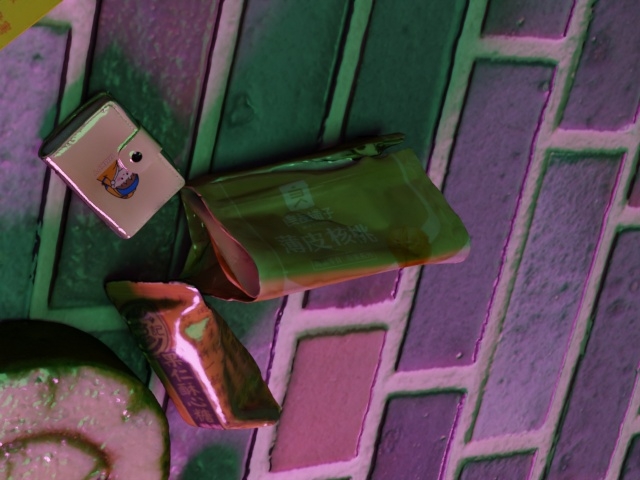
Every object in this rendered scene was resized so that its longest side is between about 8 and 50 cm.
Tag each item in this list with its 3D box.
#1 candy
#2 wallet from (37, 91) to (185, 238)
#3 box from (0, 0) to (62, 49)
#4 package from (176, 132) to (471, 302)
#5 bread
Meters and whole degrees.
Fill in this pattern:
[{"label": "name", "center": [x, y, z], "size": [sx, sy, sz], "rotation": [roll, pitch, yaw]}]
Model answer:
[{"label": "candy", "center": [-0.158, 0.134, 1.815], "size": [0.271, 0.143, 0.101], "rotation": [62, 38, -41]}, {"label": "wallet", "center": [-0.235, -0.087, 1.696], "size": [0.110, 0.039, 0.155], "rotation": [-44, 130, -4]}, {"label": "box", "center": [-0.275, -0.351, 1.523], "size": [0.335, 0.047, 0.187], "rotation": [-41, 130, -10]}, {"label": "package", "center": [-0.006, -0.033, 1.807], "size": [0.311, 0.221, 0.165], "rotation": [-10, 98, -32]}, {"label": "bread", "center": [-0.356, 0.276, 1.742], "size": [0.366, 0.129, 0.382], "rotation": [-38, 129, -12]}]
